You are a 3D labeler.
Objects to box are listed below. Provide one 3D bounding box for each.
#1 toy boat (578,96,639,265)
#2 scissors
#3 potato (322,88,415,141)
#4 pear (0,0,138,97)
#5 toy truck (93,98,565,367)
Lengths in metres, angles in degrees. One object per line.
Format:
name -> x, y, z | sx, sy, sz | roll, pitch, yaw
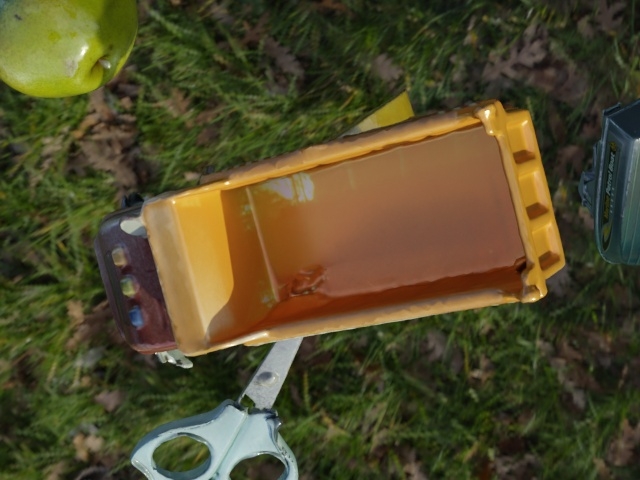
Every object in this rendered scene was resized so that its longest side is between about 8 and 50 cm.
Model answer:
toy boat -> 0.397, -0.070, 1.377 | 0.114, 0.122, 0.296 | -26, 142, -15
scissors -> -0.066, 0.167, 1.137 | 0.191, 0.029, 0.360 | 18, 125, -17
potato -> 0.043, -0.051, 1.212 | 0.203, 0.178, 0.158 | -29, 95, 1
pear -> -0.309, -0.262, 1.215 | 0.216, 0.180, 0.166 | 47, 159, 10
toy truck -> 0.000, 0.000, 0.612 | 0.270, 0.135, 0.114 | -13, 93, 30
